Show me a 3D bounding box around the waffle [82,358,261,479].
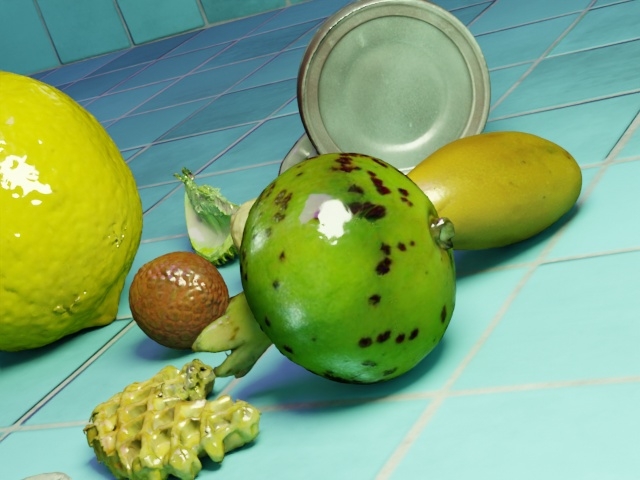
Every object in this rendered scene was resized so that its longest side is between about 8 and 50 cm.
[{"bbox_3d":[-0.131,0.158,1.270,0.149,0.051,0.194,-31,20,-25],"label":"waffle"}]

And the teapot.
[{"bbox_3d":[0.054,-0.170,1.823,0.315,0.233,0.312,-48,10,6],"label":"teapot"}]

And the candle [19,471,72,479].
[{"bbox_3d":[-0.279,0.254,1.123,0.192,0.068,0.168,-13,20,34],"label":"candle"}]

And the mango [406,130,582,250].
[{"bbox_3d":[0.155,-0.047,1.414,0.253,0.113,0.138,-16,26,-41],"label":"mango"}]

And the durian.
[{"bbox_3d":[-0.123,-0.033,1.739,0.086,0.100,0.215,-24,24,-22],"label":"durian"}]

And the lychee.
[{"bbox_3d":[-0.144,0.069,1.486,0.114,0.140,0.101,-11,51,-20],"label":"lychee"}]

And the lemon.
[{"bbox_3d":[-0.369,-0.035,1.642,0.336,0.336,0.336,-18,18,6],"label":"lemon"}]

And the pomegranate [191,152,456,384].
[{"bbox_3d":[0.002,0.036,1.250,0.263,0.211,0.211,-26,15,19],"label":"pomegranate"}]

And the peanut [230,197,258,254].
[{"bbox_3d":[0.000,0.000,1.505,0.229,0.103,0.098,-2,12,40],"label":"peanut"}]
